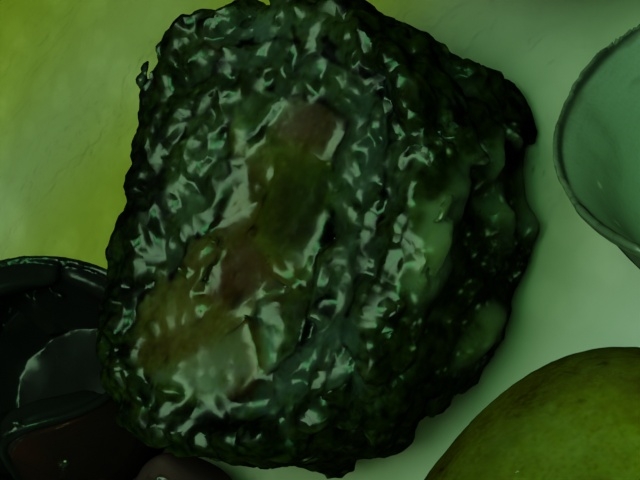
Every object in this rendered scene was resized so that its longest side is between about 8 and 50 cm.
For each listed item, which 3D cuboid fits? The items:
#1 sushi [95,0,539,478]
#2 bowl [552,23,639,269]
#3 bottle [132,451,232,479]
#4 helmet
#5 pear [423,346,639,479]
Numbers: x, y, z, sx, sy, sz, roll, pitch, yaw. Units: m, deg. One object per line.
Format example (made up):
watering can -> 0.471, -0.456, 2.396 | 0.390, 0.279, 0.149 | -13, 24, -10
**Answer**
sushi -> 0.000, 0.000, 1.278 | 0.294, 0.178, 0.352 | 11, 86, 38
bowl -> 0.301, -0.027, 1.030 | 0.313, 0.146, 0.313 | -12, 36, 9
bottle -> -0.138, 0.281, 1.390 | 0.110, 0.110, 0.233 | 29, 100, 39
helmet -> -0.212, 0.121, 1.422 | 0.216, 0.193, 0.189 | -40, 52, 19
pear -> 0.182, 0.218, 1.009 | 0.304, 0.304, 0.304 | -8, 78, 39
